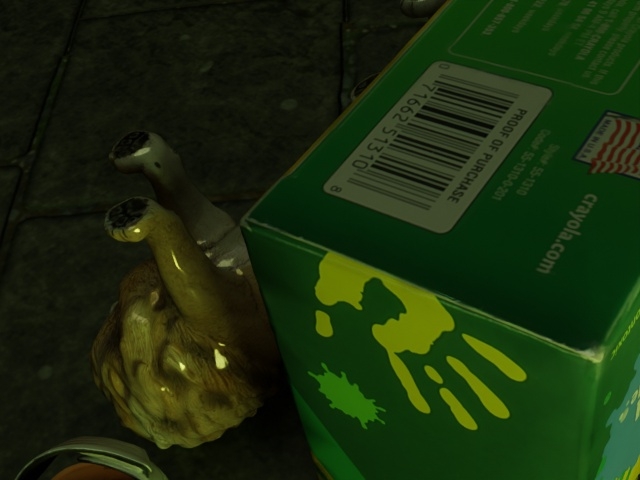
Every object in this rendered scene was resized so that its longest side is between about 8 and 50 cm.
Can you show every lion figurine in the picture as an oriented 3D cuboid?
[{"bbox_3d":[0.000,0.000,0.658,0.392,0.240,0.142,-24,40,4],"label":"lion figurine"}]

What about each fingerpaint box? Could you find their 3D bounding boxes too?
[{"bbox_3d":[0.181,-0.003,0.575,0.163,0.371,0.445,22,54,29],"label":"fingerpaint box"}]

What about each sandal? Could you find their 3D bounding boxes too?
[{"bbox_3d":[-0.147,0.169,0.596,0.102,0.076,0.265,-12,9,-8],"label":"sandal"}]
